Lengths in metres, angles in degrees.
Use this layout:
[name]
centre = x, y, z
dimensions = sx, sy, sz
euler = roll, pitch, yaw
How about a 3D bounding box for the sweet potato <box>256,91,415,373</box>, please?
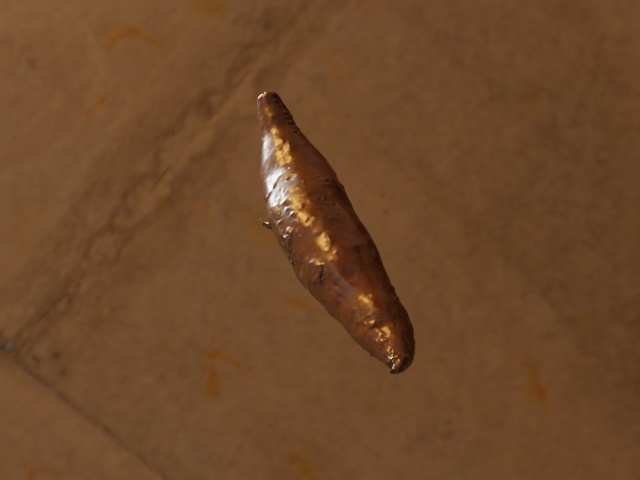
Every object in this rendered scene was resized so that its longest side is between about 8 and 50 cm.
[sweet potato]
centre = 0.000, 0.000, 1.132
dimensions = 0.072, 0.066, 0.314
euler = -25, -137, 1
